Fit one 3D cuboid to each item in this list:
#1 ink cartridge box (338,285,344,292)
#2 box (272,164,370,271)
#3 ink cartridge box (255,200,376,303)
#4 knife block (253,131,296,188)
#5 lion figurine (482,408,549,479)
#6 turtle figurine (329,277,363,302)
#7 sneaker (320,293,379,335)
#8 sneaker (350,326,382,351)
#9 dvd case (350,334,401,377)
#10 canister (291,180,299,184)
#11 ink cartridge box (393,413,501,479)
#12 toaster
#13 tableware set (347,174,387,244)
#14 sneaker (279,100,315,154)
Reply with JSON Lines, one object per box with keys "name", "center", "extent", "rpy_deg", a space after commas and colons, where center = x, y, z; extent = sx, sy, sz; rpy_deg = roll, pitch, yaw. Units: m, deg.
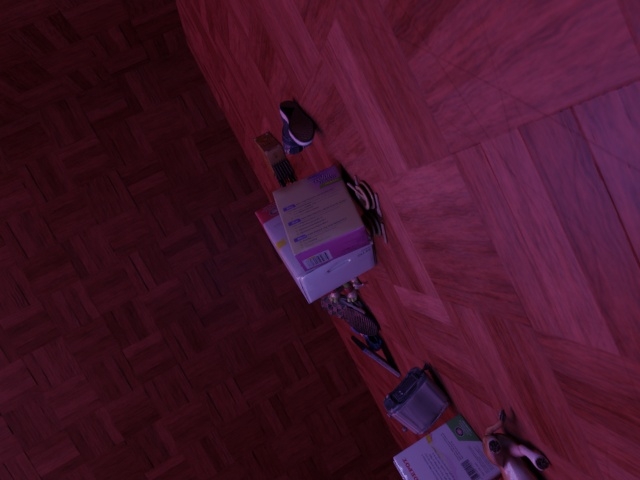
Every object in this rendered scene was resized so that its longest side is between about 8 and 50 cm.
{"name": "ink cartridge box", "center": [0.056, 0.164, 2.095], "extent": [0.160, 0.092, 0.220], "rpy_deg": [57, 170, 30]}
{"name": "box", "center": [0.000, -0.068, 1.218], "extent": [0.117, 0.213, 0.243], "rpy_deg": [62, -175, -59]}
{"name": "ink cartridge box", "center": [-0.022, -0.010, 1.448], "extent": [0.385, 0.279, 0.161], "rpy_deg": [53, 168, 41]}
{"name": "knife block", "center": [-0.216, -0.375, 2.011], "extent": [0.276, 0.088, 0.242], "rpy_deg": [51, 165, 46]}
{"name": "lion figurine", "center": [0.494, 0.603, 1.005], "extent": [0.240, 0.142, 0.393], "rpy_deg": [68, -174, -75]}
{"name": "turtle figurine", "center": [0.075, 0.214, 1.839], "extent": [0.275, 0.197, 0.266], "rpy_deg": [58, 174, 43]}
{"name": "sneaker", "center": [0.170, 0.339, 1.999], "extent": [0.330, 0.146, 0.123], "rpy_deg": [29, 127, 32]}
{"name": "sneaker", "center": [0.232, 0.452, 2.038], "extent": [0.221, 0.083, 0.087], "rpy_deg": [44, 155, 11]}
{"name": "dvd case", "center": [0.274, 0.577, 2.039], "extent": [0.253, 0.022, 0.180], "rpy_deg": [39, 177, -15]}
{"name": "canister", "center": [-0.084, -0.174, 1.822], "extent": [0.170, 0.073, 0.126], "rpy_deg": [56, 133, 46]}
{"name": "ink cartridge box", "center": [0.407, 0.740, 1.323], "extent": [0.201, 0.277, 0.117], "rpy_deg": [53, 167, 42]}
{"name": "toaster", "center": [0.342, 0.555, 1.422], "extent": [0.146, 0.227, 0.129], "rpy_deg": [45, 173, -5]}
{"name": "tableware set", "center": [0.130, -0.083, 1.170], "extent": [0.128, 0.039, 0.194], "rpy_deg": [51, 166, 47]}
{"name": "sneaker", "center": [-0.072, -0.332, 1.339], "extent": [0.164, 0.086, 0.226], "rpy_deg": [89, 163, -47]}
